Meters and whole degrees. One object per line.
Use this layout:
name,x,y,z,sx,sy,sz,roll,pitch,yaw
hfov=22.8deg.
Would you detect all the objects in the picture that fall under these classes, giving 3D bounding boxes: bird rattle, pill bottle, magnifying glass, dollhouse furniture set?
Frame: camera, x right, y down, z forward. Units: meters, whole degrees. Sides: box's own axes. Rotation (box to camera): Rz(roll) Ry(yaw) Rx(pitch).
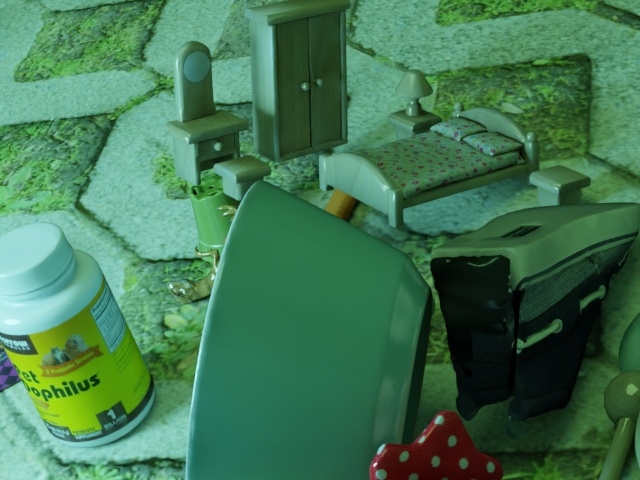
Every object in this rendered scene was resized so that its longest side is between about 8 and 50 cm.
bird rattle,0.028,0.239,1.194,0.253,0.207,0.143,-35,59,-4
pill bottle,-0.249,0.091,1.546,0.117,0.215,0.117,-14,33,10
magnifying glass,0.000,0.000,1.718,0.092,0.026,0.231,-1,37,28
dollhouse furniture set,0.053,-0.132,1.663,0.303,0.174,0.355,-17,28,-31

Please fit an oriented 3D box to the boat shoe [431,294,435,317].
boat shoe,0.003,0.078,1.556,0.219,0.078,0.070,-19,34,5

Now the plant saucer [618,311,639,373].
plant saucer,0.357,0.078,1.403,0.195,0.037,0.195,-14,34,10

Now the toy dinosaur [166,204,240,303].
toy dinosaur,-0.069,0.010,1.690,0.211,0.064,0.112,-28,44,32

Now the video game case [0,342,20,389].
video game case,-0.409,0.115,1.756,0.232,0.042,0.210,-28,35,-12

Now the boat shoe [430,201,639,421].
boat shoe,0.205,0.059,1.455,0.127,0.158,0.340,-1,9,34

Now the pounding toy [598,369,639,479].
pounding toy,0.335,0.160,1.265,0.237,0.110,0.183,-31,32,43

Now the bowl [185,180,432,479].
bowl,0.002,0.113,1.351,0.163,0.311,0.311,8,39,7

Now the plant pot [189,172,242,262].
plant pot,-0.109,-0.031,1.770,0.083,0.079,0.083,-14,33,9
